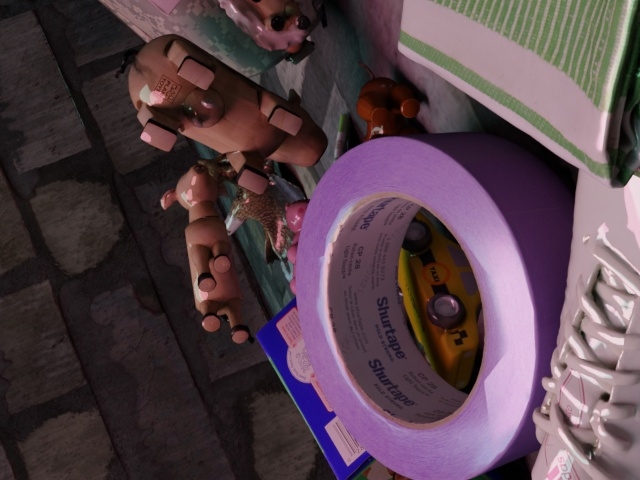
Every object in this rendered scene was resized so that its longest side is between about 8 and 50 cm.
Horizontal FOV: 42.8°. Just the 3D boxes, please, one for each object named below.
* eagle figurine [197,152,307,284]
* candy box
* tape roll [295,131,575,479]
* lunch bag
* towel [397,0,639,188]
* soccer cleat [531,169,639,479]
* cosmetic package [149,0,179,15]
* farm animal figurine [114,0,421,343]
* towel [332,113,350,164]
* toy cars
[{"bbox_3d":[-0.107,-0.061,1.591,0.298,0.225,0.226,40,-132,-28],"label":"eagle figurine"},{"bbox_3d":[0.094,0.228,1.003,0.317,0.122,0.268,44,-175,-38],"label":"candy box"},{"bbox_3d":[0.093,0.051,0.667,0.275,0.090,0.274,14,108,52],"label":"tape roll"},{"bbox_3d":[-0.156,-0.324,0.904,0.305,0.212,0.256,40,-178,-35],"label":"lunch bag"},{"bbox_3d":[0.098,-0.215,0.392,0.248,0.038,0.324,-127,28,-54],"label":"towel"},{"bbox_3d":[0.183,0.080,0.470,0.116,0.143,0.331,-136,25,-64],"label":"soccer cleat"},{"bbox_3d":[-0.091,-0.318,0.723,0.060,0.239,0.099,36,-171,-32],"label":"cosmetic package"},{"bbox_3d":[-0.076,-0.094,0.848,0.327,0.330,0.172,44,-172,-28],"label":"farm animal figurine"},{"bbox_3d":[0.025,-0.072,1.057,0.113,0.023,0.152,93,-175,-64],"label":"towel"},{"bbox_3d":[0.109,0.039,0.915,0.394,0.087,0.176,-142,42,-76],"label":"toy cars"}]
